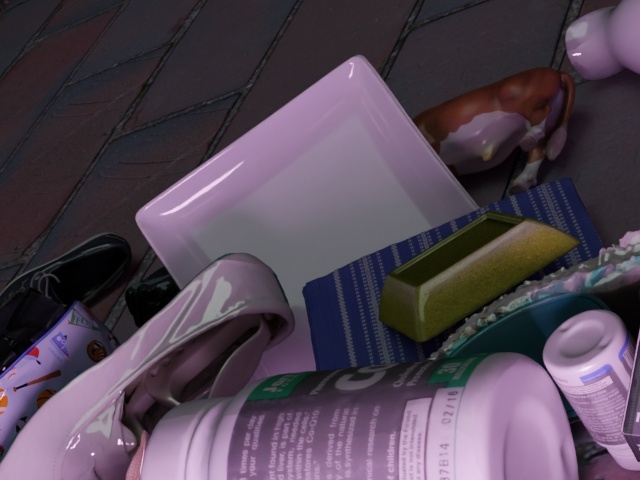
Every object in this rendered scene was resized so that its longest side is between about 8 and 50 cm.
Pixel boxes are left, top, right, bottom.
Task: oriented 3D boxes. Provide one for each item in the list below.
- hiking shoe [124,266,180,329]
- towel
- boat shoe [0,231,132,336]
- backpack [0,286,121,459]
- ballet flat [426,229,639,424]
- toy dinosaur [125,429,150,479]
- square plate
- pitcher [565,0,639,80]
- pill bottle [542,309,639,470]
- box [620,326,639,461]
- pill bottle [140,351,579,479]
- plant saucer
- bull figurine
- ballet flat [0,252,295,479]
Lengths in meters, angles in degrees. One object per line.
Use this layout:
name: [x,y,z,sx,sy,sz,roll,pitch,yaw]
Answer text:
hiking shoe: [-0.116,0.054,1.928,0.304,0.113,0.132,-1,31,39]
towel: [0.144,0.064,1.611,0.336,0.040,0.243,-22,36,7]
boat shoe: [-0.392,0.079,2.242,0.254,0.095,0.079,-30,14,-8]
backpack: [-0.341,0.195,1.812,0.276,0.213,0.263,-52,1,-24]
ballet flat: [0.295,0.064,1.423,0.409,0.147,0.147,-26,28,10]
toy dinosaur: [-0.174,0.342,1.421,0.127,0.200,0.296,126,162,-64]
square plate: [0.000,0.000,1.775,0.347,0.049,0.344,-36,64,2]
pitcher: [0.422,-0.263,1.810,0.178,0.125,0.207,-29,11,-22]
pill bottle: [0.259,0.134,1.317,0.078,0.137,0.078,-27,28,16]
box: [0.380,0.061,1.236,0.216,0.060,0.270,2,60,27]
pill bottle: [0.029,0.216,1.345,0.361,0.204,0.204,-9,37,32]
plant saucer: [0.147,0.025,1.519,0.188,0.045,0.188,-32,9,-7]
bull figurine: [0.175,-0.115,1.868,0.310,0.101,0.188,-27,34,28]
ballet flat: [-0.189,0.176,1.652,0.400,0.139,0.139,-43,27,-8]
